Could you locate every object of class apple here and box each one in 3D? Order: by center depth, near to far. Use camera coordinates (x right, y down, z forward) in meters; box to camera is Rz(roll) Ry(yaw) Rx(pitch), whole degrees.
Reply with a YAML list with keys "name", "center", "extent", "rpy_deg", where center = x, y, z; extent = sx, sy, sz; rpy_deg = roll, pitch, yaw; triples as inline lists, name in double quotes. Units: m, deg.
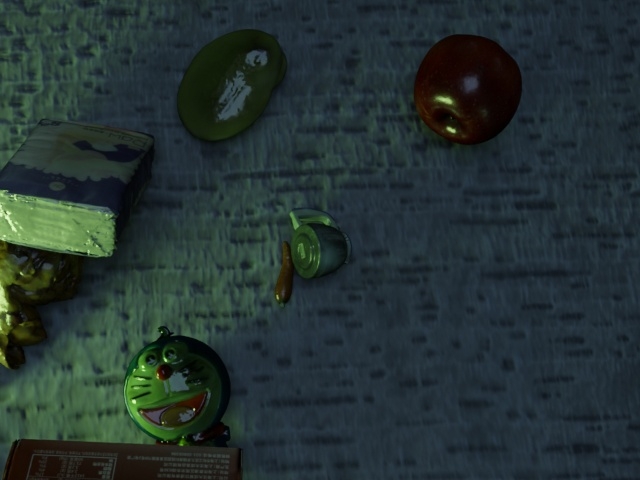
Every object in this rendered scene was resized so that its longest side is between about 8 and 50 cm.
- name: "apple"
  center: [0.299, -0.308, 2.025]
  extent: [0.218, 0.218, 0.201]
  rpy_deg: [26, 75, 3]

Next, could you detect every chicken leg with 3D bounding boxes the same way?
- name: "chicken leg"
  center: [-0.653, 0.108, 1.908]
  extent: [0.409, 0.182, 0.295]
  rpy_deg: [-6, 93, -1]

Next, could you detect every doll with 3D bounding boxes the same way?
- name: "doll"
  center: [-0.262, 0.318, 1.861]
  extent: [0.199, 0.186, 0.321]
  rpy_deg: [-10, 86, 0]

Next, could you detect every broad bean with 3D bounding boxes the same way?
- name: "broad bean"
  center: [-0.188, -0.326, 2.049]
  extent: [0.189, 0.121, 0.263]
  rpy_deg: [38, 79, 9]

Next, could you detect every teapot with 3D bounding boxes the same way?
- name: "teapot"
  center: [-0.001, 0.010, 2.002]
  extent: [0.108, 0.149, 0.111]
  rpy_deg: [-3, 118, -33]

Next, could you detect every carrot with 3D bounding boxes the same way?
- name: "carrot"
  center: [-0.071, 0.069, 2.008]
  extent: [0.035, 0.035, 0.142]
  rpy_deg: [6, 70, -2]

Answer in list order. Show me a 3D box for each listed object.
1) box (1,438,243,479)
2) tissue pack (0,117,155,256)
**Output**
- name: "box"
  center: [-0.332, 0.503, 1.730]
  extent: [0.385, 0.344, 0.122]
  rpy_deg: [3, 42, -3]
- name: "tissue pack"
  center: [-0.463, -0.111, 1.884]
  extent: [0.242, 0.343, 0.125]
  rpy_deg: [9, 120, -1]
